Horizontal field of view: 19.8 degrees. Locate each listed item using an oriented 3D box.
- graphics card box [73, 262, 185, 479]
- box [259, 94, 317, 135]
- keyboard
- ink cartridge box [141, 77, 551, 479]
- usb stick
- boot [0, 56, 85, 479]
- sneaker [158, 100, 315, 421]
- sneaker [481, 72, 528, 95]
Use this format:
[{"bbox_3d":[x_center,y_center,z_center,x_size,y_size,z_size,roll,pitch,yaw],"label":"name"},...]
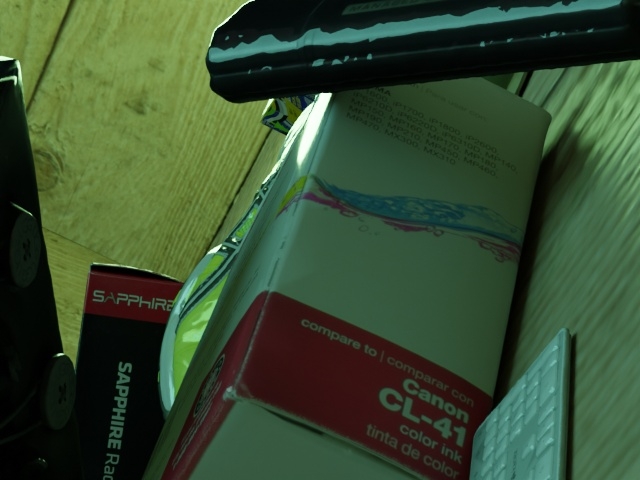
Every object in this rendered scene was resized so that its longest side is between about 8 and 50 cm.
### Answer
[{"bbox_3d":[-0.181,0.210,1.633,0.233,0.094,0.371,140,139,-86],"label":"graphics card box"},{"bbox_3d":[-0.006,-0.138,1.604,0.059,0.054,0.169,-66,6,-16],"label":"box"},{"bbox_3d":[0.071,0.124,0.694,0.072,0.014,0.256,-61,7,30],"label":"keyboard"},{"bbox_3d":[0.004,0.066,0.971,0.226,0.131,0.306,-60,6,42],"label":"ink cartridge box"},{"bbox_3d":[0.058,-0.107,0.906,0.278,0.045,0.077,-3,34,40],"label":"usb stick"},{"bbox_3d":[-0.172,0.109,1.036,0.367,0.146,0.445,-70,-32,-69],"label":"boot"},{"bbox_3d":[0.000,0.000,1.235,0.147,0.145,0.384,122,170,-52],"label":"sneaker"},{"bbox_3d":[0.109,-0.160,1.211,0.192,0.086,0.064,-66,6,-9],"label":"sneaker"}]
